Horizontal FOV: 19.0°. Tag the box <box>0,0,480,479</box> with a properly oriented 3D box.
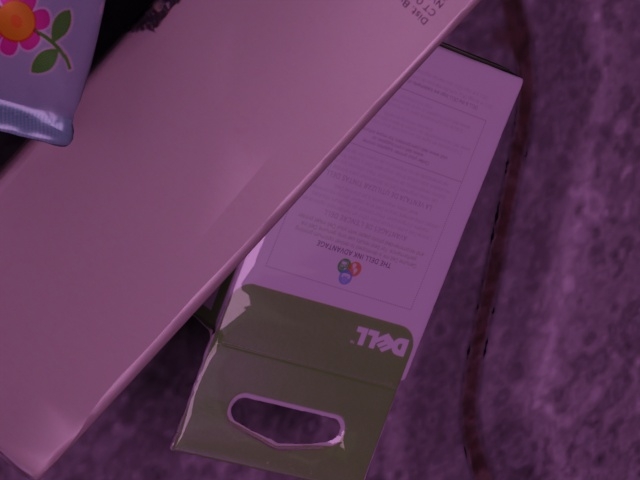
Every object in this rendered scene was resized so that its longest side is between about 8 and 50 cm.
[{"bbox_3d":[-0.052,-0.042,0.759,0.094,0.113,0.275,43,91,-7],"label":"box"}]

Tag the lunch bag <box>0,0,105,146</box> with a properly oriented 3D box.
[{"bbox_3d":[-0.197,-0.163,0.637,0.262,0.160,0.223,10,99,-29],"label":"lunch bag"}]

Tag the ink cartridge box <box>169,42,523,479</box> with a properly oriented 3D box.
[{"bbox_3d":[0.000,0.000,0.876,0.109,0.062,0.209,17,97,-34],"label":"ink cartridge box"}]
